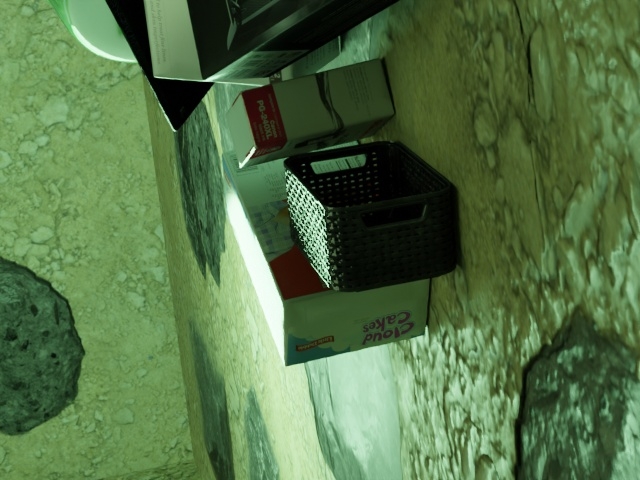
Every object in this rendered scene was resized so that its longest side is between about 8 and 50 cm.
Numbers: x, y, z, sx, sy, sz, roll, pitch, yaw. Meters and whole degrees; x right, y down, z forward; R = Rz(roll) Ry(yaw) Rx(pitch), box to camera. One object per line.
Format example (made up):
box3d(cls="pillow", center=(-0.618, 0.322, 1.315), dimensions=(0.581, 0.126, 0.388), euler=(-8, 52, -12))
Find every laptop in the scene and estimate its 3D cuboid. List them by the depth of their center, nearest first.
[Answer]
box3d(cls="laptop", center=(-0.187, -0.311, 1.676), dimensions=(0.136, 0.264, 0.234), euler=(16, 149, 31))

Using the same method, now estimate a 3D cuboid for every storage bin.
box3d(cls="storage bin", center=(0.044, -0.026, 1.339), dimensions=(0.180, 0.122, 0.084), euler=(-131, 33, -66))

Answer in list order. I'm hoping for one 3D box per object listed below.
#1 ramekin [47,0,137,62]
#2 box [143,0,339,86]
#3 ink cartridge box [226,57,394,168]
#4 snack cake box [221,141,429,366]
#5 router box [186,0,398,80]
box3d(cls="ramekin", center=(-0.252, -0.394, 1.976), dimensions=(0.303, 0.303, 0.148), euler=(93, 154, -46))
box3d(cls="box", center=(-0.087, -0.271, 1.528), dimensions=(0.119, 0.182, 0.181), euler=(-43, -45, -55))
box3d(cls="ink cartridge box", center=(-0.011, -0.128, 1.440), dimensions=(0.109, 0.150, 0.063), euler=(143, 112, -76))
box3d(cls="snack cake box", center=(0.000, 0.000, 1.490), dimensions=(0.264, 0.152, 0.089), euler=(-114, 18, -48))
box3d(cls="router box", center=(-0.027, -0.305, 1.282), dimensions=(0.309, 0.081, 0.243), euler=(-20, 80, 55))
